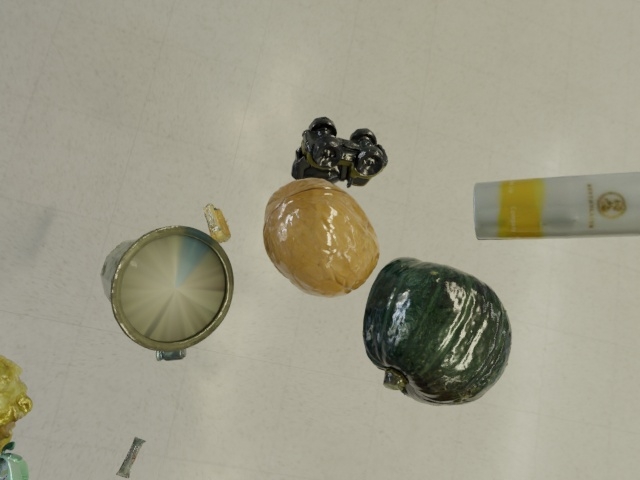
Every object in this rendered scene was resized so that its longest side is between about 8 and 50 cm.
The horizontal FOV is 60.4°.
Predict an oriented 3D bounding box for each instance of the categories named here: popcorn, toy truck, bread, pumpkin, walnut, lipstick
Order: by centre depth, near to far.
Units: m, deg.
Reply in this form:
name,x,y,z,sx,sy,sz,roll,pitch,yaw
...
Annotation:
name,x,y,z,sx,sy,sz,roll,pitch,yaw
lipstick,0.271,-0.031,0.476,0.264,0.059,0.059,-2,77,22
walnut,0.000,0.000,0.826,0.165,0.165,0.197,-55,141,-19
pumpkin,0.241,0.181,1.052,0.293,0.197,0.263,42,66,-26
toy truck,0.047,-0.199,1.392,0.225,0.165,0.147,9,36,-16
popcorn,-0.901,0.435,1.446,0.252,0.215,0.286,24,104,-14
bread,-0.283,-0.043,1.493,0.053,0.072,0.105,-28,66,12

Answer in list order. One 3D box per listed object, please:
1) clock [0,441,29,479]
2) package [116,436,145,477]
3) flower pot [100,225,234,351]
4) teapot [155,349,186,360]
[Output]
name,x,y,z,sx,sy,sz,roll,pitch,yaw
clock,-0.791,0.607,1.374,0.148,0.188,0.060,-42,138,9
package,-0.523,0.600,1.524,0.037,0.015,0.110,17,50,2
flower pot,-0.297,0.076,0.975,0.212,0.203,0.212,-3,94,-40
teapot,-0.435,0.321,1.592,0.083,0.063,0.049,-6,52,-3
